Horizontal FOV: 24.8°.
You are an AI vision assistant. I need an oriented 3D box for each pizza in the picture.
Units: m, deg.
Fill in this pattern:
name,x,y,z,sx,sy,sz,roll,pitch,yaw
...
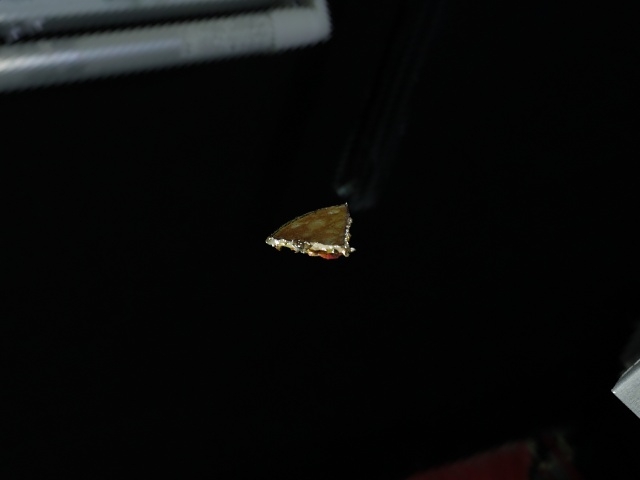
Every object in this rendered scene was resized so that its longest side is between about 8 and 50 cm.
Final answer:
name,x,y,z,sx,sy,sz,roll,pitch,yaw
pizza,-0.011,-0.004,1.638,0.099,0.100,0.029,-9,-60,2

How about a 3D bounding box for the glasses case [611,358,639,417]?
name,x,y,z,sx,sy,sz,roll,pitch,yaw
glasses case,0.435,0.215,1.668,0.071,0.205,0.047,-50,-5,35
